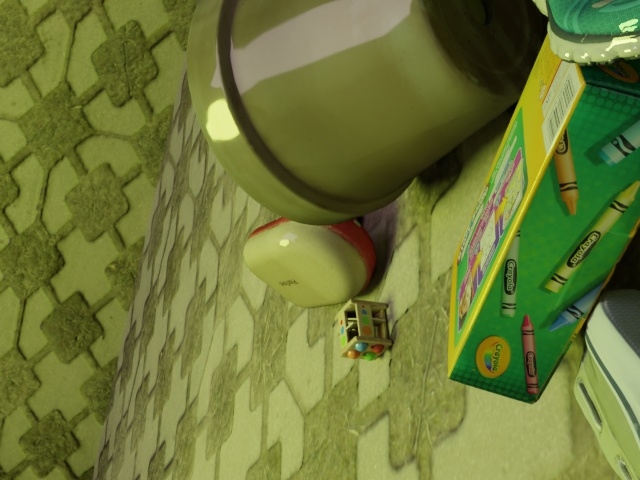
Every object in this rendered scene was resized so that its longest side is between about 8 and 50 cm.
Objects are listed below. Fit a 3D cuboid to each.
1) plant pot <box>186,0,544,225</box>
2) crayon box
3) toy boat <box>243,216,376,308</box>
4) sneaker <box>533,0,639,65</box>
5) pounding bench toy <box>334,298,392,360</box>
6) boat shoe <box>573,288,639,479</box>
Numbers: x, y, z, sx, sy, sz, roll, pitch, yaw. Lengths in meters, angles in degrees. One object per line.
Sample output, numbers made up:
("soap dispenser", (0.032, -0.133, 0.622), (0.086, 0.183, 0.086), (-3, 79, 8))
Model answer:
("plant pot", (0.066, -0.200, 0.889), (0.280, 0.323, 0.323), (-16, 66, 49))
("crayon box", (0.181, -0.029, 0.664), (0.165, 0.081, 0.278), (-74, 0, -54))
("toy boat", (0.000, 0.000, 1.176), (0.151, 0.151, 0.231), (-56, 15, -20))
("sneaker", (0.182, -0.194, 0.550), (0.275, 0.107, 0.110), (-104, -7, -57))
("pounding bench toy", (0.049, 0.125, 1.080), (0.083, 0.052, 0.065), (127, 145, -50))
("boat shoe", (0.249, 0.150, 0.538), (0.302, 0.109, 0.094), (-97, 12, -58))
